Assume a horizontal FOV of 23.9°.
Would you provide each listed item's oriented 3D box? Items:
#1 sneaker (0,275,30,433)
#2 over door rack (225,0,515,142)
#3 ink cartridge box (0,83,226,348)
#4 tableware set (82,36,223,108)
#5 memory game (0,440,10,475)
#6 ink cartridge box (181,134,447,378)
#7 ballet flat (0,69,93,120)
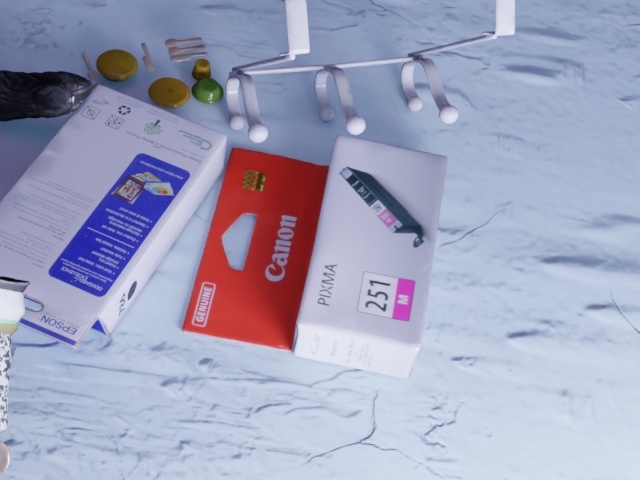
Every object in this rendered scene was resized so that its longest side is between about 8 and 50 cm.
[{"bbox_3d":[-0.462,0.131,1.362,0.410,0.158,0.182,-7,80,2],"label":"sneaker"},{"bbox_3d":[0.042,-0.174,1.602,0.239,0.324,0.108,-7,83,-16],"label":"over door rack"},{"bbox_3d":[-0.242,-0.018,1.568,0.165,0.065,0.332,23,49,11],"label":"ink cartridge box"},{"bbox_3d":[-0.194,-0.184,1.744,0.154,0.024,0.104,-11,56,-18],"label":"tableware set"},{"bbox_3d":[-0.364,0.201,1.318,0.186,0.012,0.186,-1,95,-14],"label":"memory game"},{"bbox_3d":[0.000,0.000,1.593,0.239,0.060,0.275,12,49,0],"label":"ink cartridge box"},{"bbox_3d":[-0.328,-0.161,1.664,0.173,0.057,0.049,7,20,29],"label":"ballet flat"}]
